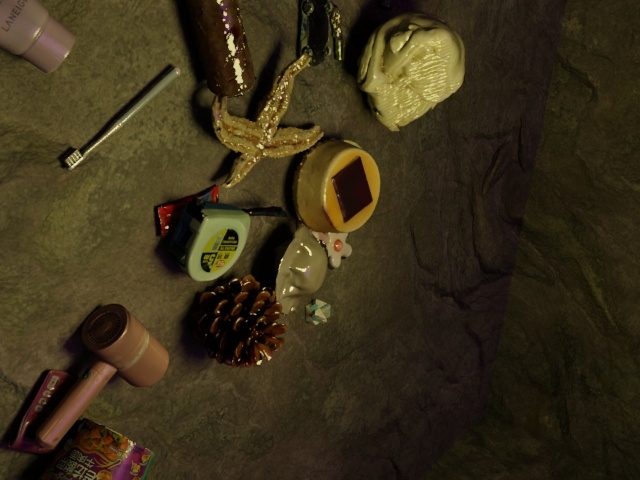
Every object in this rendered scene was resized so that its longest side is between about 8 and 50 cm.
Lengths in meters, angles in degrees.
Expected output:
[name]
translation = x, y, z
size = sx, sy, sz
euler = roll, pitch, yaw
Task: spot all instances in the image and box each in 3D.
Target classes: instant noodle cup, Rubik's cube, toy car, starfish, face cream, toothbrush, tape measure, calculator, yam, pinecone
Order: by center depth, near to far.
[face cream]
translation = -0.560, -0.406, 1.163
size = 0.274, 0.096, 0.154
euler = 36, 81, -41
[toothbrush]
translation = -0.424, -0.269, 1.465
size = 0.342, 0.025, 0.030
euler = -48, 139, -25
[yam]
translation = -0.231, -0.472, 1.529
size = 0.131, 0.131, 0.280
euler = -41, 135, -34
[calculator]
translation = -0.620, 0.391, 1.550
size = 0.126, 0.034, 0.191
euler = 42, 68, -53
[instant noodle cup]
translation = -0.523, 0.547, 1.602
size = 0.190, 0.251, 0.251
euler = -63, 146, -23
[tape measure]
translation = -0.243, -0.007, 1.769
size = 0.351, 0.098, 0.215
euler = 0, 120, -57
[starfish]
translation = -0.129, -0.319, 1.771
size = 0.432, 0.082, 0.324
euler = -34, 143, -37
[toy car]
translation = -0.016, -0.572, 1.823
size = 0.095, 0.056, 0.205
euler = -24, 123, -45
[pinecone]
translation = -0.209, 0.225, 1.831
size = 0.264, 0.264, 0.264
euler = -30, 130, -42
[Rubik's cube]
translation = -0.005, 0.239, 2.264
size = 0.075, 0.073, 0.084
euler = -44, 141, -32

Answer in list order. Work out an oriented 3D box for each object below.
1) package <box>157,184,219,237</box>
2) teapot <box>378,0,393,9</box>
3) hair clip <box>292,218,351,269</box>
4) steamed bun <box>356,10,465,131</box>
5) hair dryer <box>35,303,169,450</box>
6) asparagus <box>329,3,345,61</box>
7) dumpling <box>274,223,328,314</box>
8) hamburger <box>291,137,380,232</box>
[package]
translation = -0.326, -0.074, 1.703
size = 0.200, 0.022, 0.083
euler = -28, 130, -45
[teapot]
translation = 0.207, -0.755, 2.044
size = 0.042, 0.042, 0.111
euler = 7, 98, -55
[hair clip]
translation = 0.005, 0.002, 2.156
size = 0.257, 0.075, 0.146
euler = 27, 86, -51
[steamed bun]
translation = 0.242, -0.535, 2.040
size = 0.346, 0.238, 0.394
euler = -1, 146, -26
[hair dryer]
translation = -0.522, 0.340, 1.571
size = 0.352, 0.125, 0.210
euler = -53, 144, -21
[asparagus]
translation = 0.048, -0.589, 1.923
size = 0.036, 0.030, 0.165
euler = -21, 130, -13
[dumpling]
translation = -0.057, 0.098, 1.993
size = 0.163, 0.204, 0.293
euler = 5, 115, -8
[hamburger]
translation = 0.041, -0.157, 2.022
size = 0.302, 0.170, 0.302
euler = -16, 114, -41
